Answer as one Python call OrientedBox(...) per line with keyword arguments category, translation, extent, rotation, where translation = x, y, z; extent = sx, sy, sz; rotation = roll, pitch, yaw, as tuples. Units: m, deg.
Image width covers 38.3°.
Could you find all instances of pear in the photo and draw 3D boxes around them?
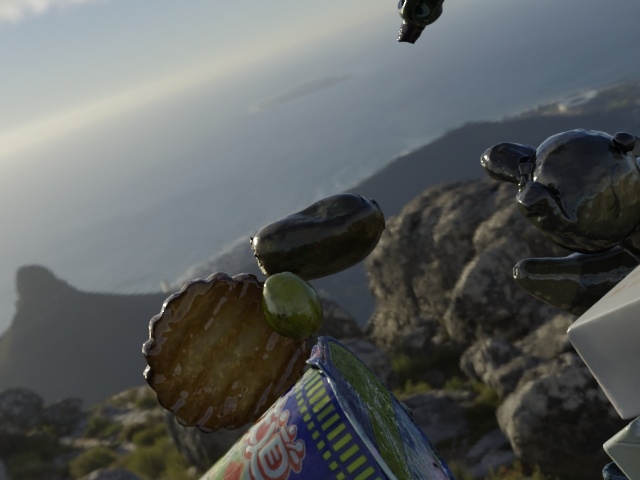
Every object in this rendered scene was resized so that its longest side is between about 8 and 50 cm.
OrientedBox(category="pear", translation=(-0.050, 0.119, 1.633), extent=(0.107, 0.131, 0.107), rotation=(-28, -12, -7))

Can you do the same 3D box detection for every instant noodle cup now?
OrientedBox(category="instant noodle cup", translation=(-0.029, 0.305, 0.976), extent=(0.312, 0.284, 0.284), rotation=(-39, 11, 7))

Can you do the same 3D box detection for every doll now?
OrientedBox(category="doll", translation=(0.454, -0.014, 1.564), extent=(0.383, 0.378, 0.252), rotation=(8, 23, -11))

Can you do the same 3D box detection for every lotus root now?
OrientedBox(category="lotus root", translation=(0.000, 0.000, 1.892), extent=(0.275, 0.151, 0.160), rotation=(-22, 10, -5))

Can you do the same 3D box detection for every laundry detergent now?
OrientedBox(category="laundry detergent", translation=(0.179, -0.425, 1.552), extent=(0.144, 0.078, 0.221), rotation=(-43, -17, -55))

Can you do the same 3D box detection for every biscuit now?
OrientedBox(category="biscuit", translation=(-0.184, 0.215, 1.798), extent=(0.326, 0.325, 0.107), rotation=(-23, 17, -11))

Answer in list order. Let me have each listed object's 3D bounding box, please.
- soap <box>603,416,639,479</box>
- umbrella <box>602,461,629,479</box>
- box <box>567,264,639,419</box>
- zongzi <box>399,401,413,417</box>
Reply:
OrientedBox(category="soap", translation=(0.424, 0.270, 1.043), extent=(0.121, 0.183, 0.063), rotation=(-17, -30, -43))
OrientedBox(category="umbrella", translation=(0.520, 0.386, 1.425), extent=(0.349, 0.094, 0.143), rotation=(-16, 24, -31))
OrientedBox(category="box", translation=(0.264, 0.002, 0.521), extent=(0.233, 0.067, 0.149), rotation=(-30, -2, -37))
OrientedBox(category="zongzi", translation=(0.100, 0.297, 1.668), extent=(0.104, 0.052, 0.113), rotation=(0, 30, -48))
